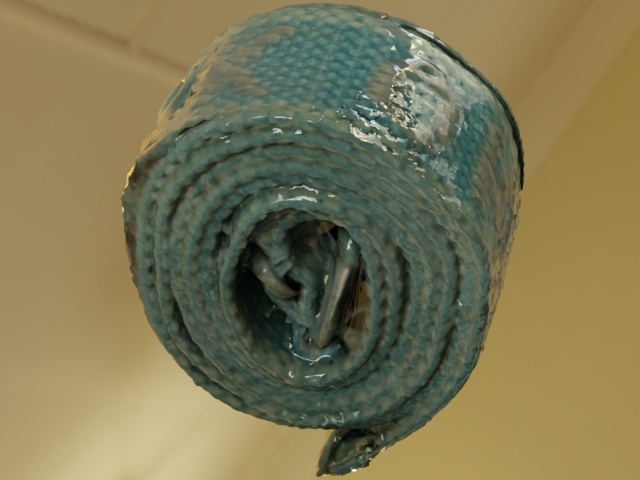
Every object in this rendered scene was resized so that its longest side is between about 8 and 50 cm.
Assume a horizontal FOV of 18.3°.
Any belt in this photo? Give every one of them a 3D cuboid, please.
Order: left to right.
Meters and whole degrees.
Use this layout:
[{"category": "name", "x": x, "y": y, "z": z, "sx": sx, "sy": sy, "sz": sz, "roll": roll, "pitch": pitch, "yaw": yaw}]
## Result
[{"category": "belt", "x": 0.002, "y": -0.006, "z": 0.715, "sx": 0.163, "sy": 0.147, "sz": 0.082, "roll": -42, "pitch": 17, "yaw": 45}]
